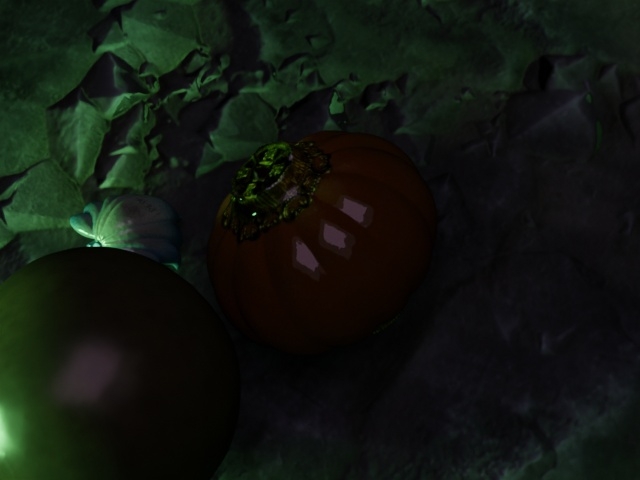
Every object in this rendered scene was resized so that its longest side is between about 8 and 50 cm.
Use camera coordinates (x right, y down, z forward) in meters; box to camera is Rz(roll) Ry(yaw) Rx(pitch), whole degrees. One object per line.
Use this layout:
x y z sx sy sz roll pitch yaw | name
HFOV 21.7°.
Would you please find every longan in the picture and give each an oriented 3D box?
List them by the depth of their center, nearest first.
-0.196 0.128 1.444 0.258 0.258 0.258 -2 65 4 | longan

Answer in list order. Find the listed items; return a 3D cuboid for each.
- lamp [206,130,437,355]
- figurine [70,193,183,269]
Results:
0.000 0.000 1.512 0.223 0.196 0.223 -28 33 20 | lamp
-0.176 -0.007 1.606 0.114 0.079 0.114 12 32 -8 | figurine
